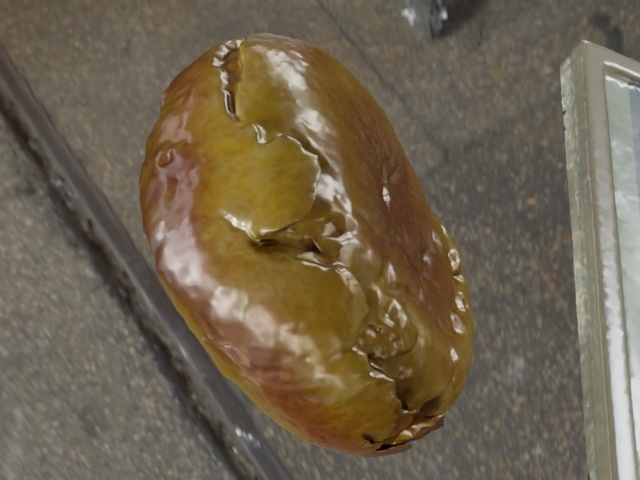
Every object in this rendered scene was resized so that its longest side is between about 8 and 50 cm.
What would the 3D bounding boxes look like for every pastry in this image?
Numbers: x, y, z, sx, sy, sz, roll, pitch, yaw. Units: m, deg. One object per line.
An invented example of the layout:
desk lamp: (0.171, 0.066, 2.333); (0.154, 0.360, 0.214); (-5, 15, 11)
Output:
pastry: (0.000, 0.000, 1.212); (0.164, 0.356, 0.356); (-29, 54, 23)

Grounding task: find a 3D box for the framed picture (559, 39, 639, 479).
framed picture: (0.156, 0.030, 0.555); (0.150, 0.015, 0.203); (19, 52, -20)
